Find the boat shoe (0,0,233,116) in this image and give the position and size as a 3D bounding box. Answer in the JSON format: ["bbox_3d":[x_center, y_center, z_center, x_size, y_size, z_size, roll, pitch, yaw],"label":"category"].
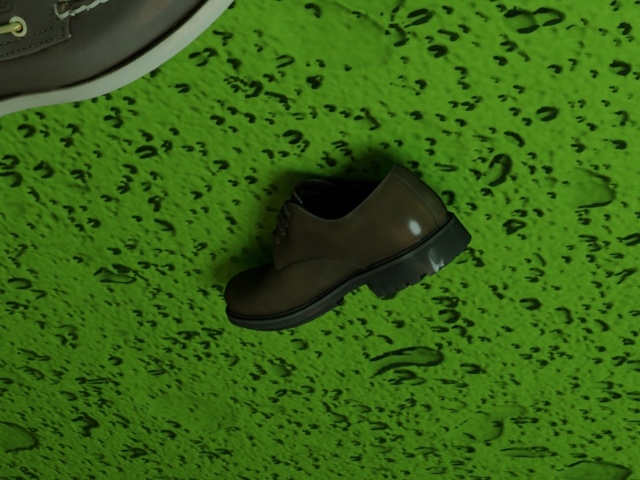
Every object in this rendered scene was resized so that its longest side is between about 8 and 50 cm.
[{"bbox_3d":[-0.171,-0.146,0.786,0.324,0.117,0.096,-14,137,38],"label":"boat shoe"}]

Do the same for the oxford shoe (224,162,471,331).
[{"bbox_3d":[0.000,0.000,0.957,0.227,0.083,0.096,-26,105,41],"label":"oxford shoe"}]
